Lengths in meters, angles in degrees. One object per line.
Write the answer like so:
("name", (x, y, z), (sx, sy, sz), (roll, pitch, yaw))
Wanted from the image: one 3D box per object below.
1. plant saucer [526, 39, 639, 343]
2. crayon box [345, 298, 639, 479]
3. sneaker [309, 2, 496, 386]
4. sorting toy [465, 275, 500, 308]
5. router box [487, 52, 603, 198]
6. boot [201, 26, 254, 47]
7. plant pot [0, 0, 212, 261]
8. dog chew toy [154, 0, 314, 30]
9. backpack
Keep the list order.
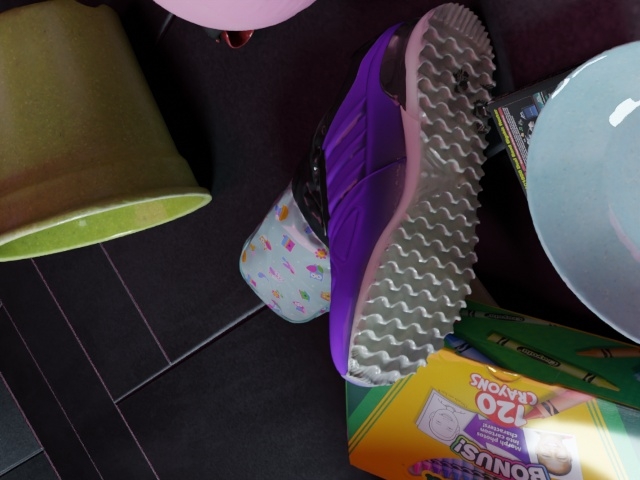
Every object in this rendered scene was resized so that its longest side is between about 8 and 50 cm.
("plant saucer", (0.207, -0.022, 0.450), (0.195, 0.037, 0.195), (31, 136, 35))
("crayon box", (0.159, 0.149, 0.672), (0.278, 0.081, 0.165), (15, 123, 28))
("sneaker", (0.046, -0.034, 0.652), (0.146, 0.102, 0.294), (5, 79, 50))
("sorting toy", (0.121, 0.134, 0.798), (0.193, 0.038, 0.208), (55, 143, 9))
("router box", (0.187, -0.063, 0.589), (0.092, 0.038, 0.123), (-15, 100, 53))
("boot", (-0.151, -0.271, 0.831), (0.244, 0.088, 0.176), (17, 144, 57))
("plant pot", (-0.297, -0.134, 0.968), (0.276, 0.276, 0.254), (-18, 87, 54))
("dog chew toy", (-0.010, -0.275, 0.564), (0.331, 0.206, 0.207), (-9, 106, 44))
("backpack", (0.000, 0.000, 0.793), (0.152, 0.115, 0.182), (54, 146, 6))
